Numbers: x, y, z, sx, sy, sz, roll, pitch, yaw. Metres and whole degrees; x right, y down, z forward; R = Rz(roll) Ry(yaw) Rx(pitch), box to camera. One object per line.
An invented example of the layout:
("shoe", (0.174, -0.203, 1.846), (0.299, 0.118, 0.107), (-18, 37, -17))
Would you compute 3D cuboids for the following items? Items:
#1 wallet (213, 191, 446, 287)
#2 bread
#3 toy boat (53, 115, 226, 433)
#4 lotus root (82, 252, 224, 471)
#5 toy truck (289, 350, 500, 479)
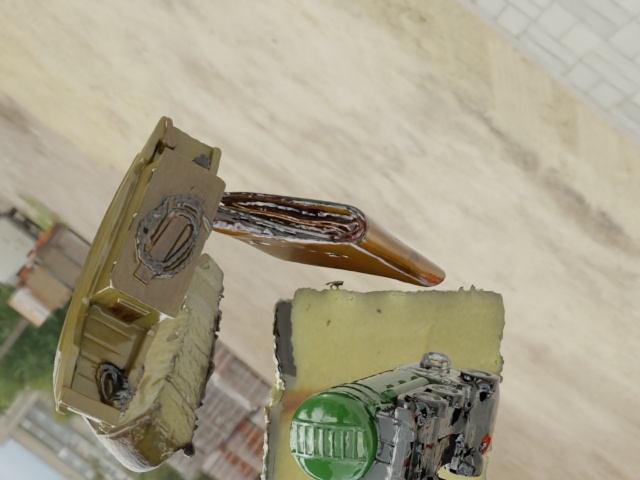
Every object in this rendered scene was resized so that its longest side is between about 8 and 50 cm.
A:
("wallet", (0.000, -0.003, 0.987), (0.195, 0.042, 0.161), (8, 170, 35))
("bread", (0.100, 0.219, 1.386), (0.404, 0.346, 0.242), (-5, 163, -6))
("toy boat", (-0.107, 0.016, 0.629), (0.057, 0.201, 0.077), (29, 154, -23))
("lotus root", (-0.197, 0.143, 1.198), (0.074, 0.170, 0.261), (50, -154, -35))
("toy truck", (0.075, 0.167, 0.945), (0.125, 0.101, 0.242), (11, -174, 28))
